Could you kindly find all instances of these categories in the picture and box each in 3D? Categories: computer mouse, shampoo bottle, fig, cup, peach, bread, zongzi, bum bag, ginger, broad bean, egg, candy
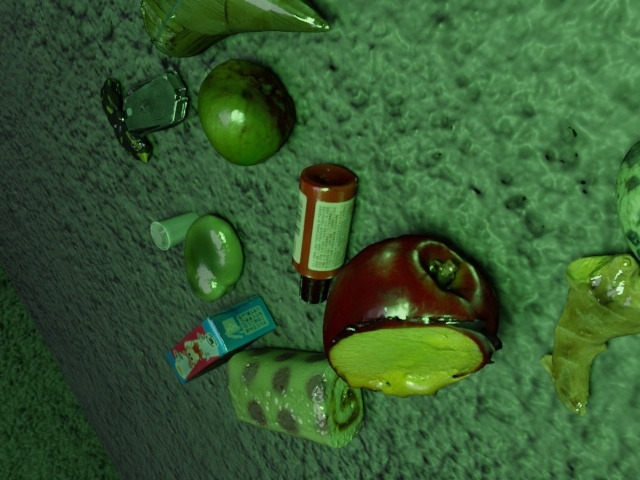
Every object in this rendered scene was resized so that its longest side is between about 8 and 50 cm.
[{"bbox_3d":[-0.377,-0.313,1.289,0.231,0.071,0.126,-10,89,36],"label":"computer mouse"},{"bbox_3d":[0.000,0.000,1.053,0.104,0.104,0.278,30,128,31],"label":"shampoo bottle"},{"bbox_3d":[-0.140,-0.229,1.026,0.181,0.181,0.191,39,139,24],"label":"fig"},{"bbox_3d":[-0.371,-0.030,1.386,0.104,0.116,0.074,11,118,39],"label":"cup"},{"bbox_3d":[0.138,0.123,0.922,0.258,0.201,0.361,14,145,-6],"label":"peach"},{"bbox_3d":[-0.068,0.348,1.258,0.338,0.155,0.187,-4,102,45],"label":"bread"},{"bbox_3d":[-0.160,-0.394,0.986,0.360,0.160,0.323,47,141,6],"label":"zongzi"},{"bbox_3d":[-0.505,-0.300,1.422,0.232,0.060,0.107,61,146,4],"label":"bum bag"},{"bbox_3d":[0.389,0.133,0.771,0.131,0.086,0.294,20,131,26],"label":"ginger"},{"bbox_3d":[-0.264,0.042,1.344,0.169,0.100,0.228,37,120,15],"label":"broad bean"},{"bbox_3d":[0.409,-0.037,0.615,0.141,0.141,0.181,-36,72,47],"label":"egg"},{"bbox_3d":[-0.256,0.255,1.386,0.306,0.157,0.100,-38,78,46],"label":"candy"}]
